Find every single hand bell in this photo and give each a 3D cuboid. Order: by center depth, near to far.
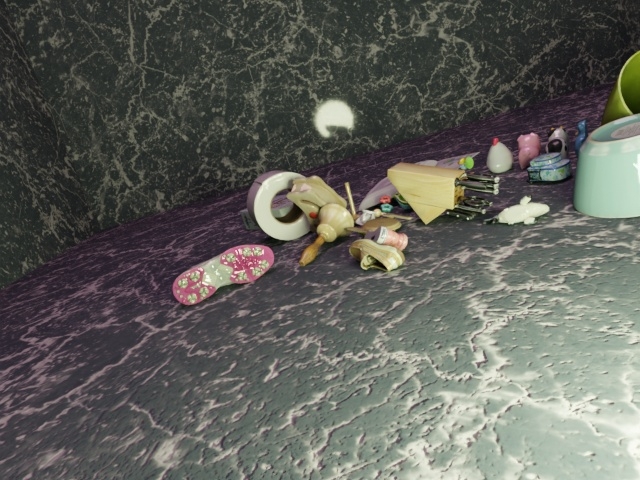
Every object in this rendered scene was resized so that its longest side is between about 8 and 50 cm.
[{"bbox_3d":[0.000,0.000,1.476,0.126,0.126,0.242,-6,30,34],"label":"hand bell"}]

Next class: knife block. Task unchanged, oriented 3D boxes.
[{"bbox_3d":[0.365,-0.171,1.409,0.088,0.276,0.242,-33,-7,-47],"label":"knife block"}]

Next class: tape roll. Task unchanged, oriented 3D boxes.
[{"bbox_3d":[-0.138,-0.134,1.773,0.246,0.246,0.169,-20,15,-13],"label":"tape roll"}]

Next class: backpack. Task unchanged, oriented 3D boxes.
[{"bbox_3d":[0.722,-0.229,1.513,0.105,0.084,0.114,-26,21,-24],"label":"backpack"}]

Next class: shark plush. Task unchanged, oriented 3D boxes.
[{"bbox_3d":[0.507,-0.058,1.255,0.161,0.073,0.067,-31,-16,36],"label":"shark plush"}]

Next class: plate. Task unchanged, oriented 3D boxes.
[{"bbox_3d":[0.297,-0.225,1.876,0.277,0.045,0.278,-22,14,36],"label":"plate"}]

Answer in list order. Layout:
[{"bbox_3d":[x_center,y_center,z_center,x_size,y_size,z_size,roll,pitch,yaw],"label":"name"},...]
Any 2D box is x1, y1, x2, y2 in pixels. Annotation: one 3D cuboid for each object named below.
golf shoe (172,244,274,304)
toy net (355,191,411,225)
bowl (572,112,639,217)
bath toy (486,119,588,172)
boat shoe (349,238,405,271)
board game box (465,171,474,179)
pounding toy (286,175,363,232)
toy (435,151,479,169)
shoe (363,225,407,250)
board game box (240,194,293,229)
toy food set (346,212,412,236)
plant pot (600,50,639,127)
[{"bbox_3d":[-0.290,0.083,1.424,0.306,0.115,0.140,-20,12,-17],"label":"golf shoe"},{"bbox_3d":[0.213,-0.119,1.650,0.232,0.045,0.122,-22,43,-20],"label":"toy net"},{"bbox_3d":[0.747,-0.195,1.141,0.311,0.163,0.311,-24,17,8],"label":"bowl"},{"bbox_3d":[0.783,-0.341,1.764,0.348,0.129,0.151,-8,18,32],"label":"bath toy"},{"bbox_3d":[0.125,0.042,1.230,0.072,0.068,0.190,-40,23,-23],"label":"boat shoe"},{"bbox_3d":[0.448,-0.228,1.903,0.145,0.027,0.281,-29,19,-34],"label":"board game box"},{"bbox_3d":[0.013,-0.130,1.657,0.154,0.269,0.155,-22,38,45],"label":"pounding toy"},{"bbox_3d":[0.482,-0.266,1.826,0.137,0.056,0.237,-36,12,-25],"label":"toy"},{"bbox_3d":[0.172,0.007,1.313,0.081,0.063,0.178,18,-13,-9],"label":"shoe"},{"bbox_3d":[-0.163,-0.125,2.050,0.224,0.097,0.303,-29,18,-35],"label":"board game box"},{"bbox_3d":[0.189,-0.039,1.507,0.192,0.038,0.132,-21,22,-35],"label":"toy food set"},{"bbox_3d":[0.924,-0.345,1.360,0.275,0.275,0.293,-16,-18,3],"label":"plant pot"}]
